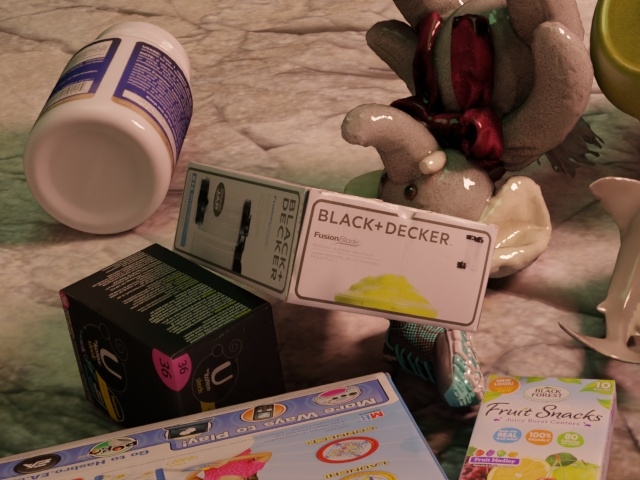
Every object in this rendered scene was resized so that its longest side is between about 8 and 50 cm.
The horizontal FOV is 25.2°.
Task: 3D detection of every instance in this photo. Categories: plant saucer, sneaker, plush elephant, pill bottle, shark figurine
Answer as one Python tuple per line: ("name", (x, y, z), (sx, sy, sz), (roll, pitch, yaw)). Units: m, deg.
("plant saucer", (0.343, -0.222, 1.317), (0.241, 0.037, 0.240), (-25, 50, 34))
("sneaker", (0.090, 0.093, 1.192), (0.076, 0.065, 0.166), (-23, 25, 9))
("plush elephant", (0.122, -0.109, 1.348), (0.272, 0.330, 0.255), (14, 59, 49))
("pill bottle", (-0.220, -0.133, 1.558), (0.153, 0.153, 0.264), (-5, 30, 8))
("shark figurine", (0.267, 0.002, 1.216), (0.278, 0.116, 0.166), (-51, 3, -23))

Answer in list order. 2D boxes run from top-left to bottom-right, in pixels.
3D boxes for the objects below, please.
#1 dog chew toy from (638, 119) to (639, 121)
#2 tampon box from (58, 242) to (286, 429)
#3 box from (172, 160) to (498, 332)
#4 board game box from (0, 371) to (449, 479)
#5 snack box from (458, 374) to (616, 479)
("dog chew toy", (0.412, -0.143, 1.372), (0.207, 0.206, 0.331), (-12, 38, -5))
("tampon box", (-0.119, 0.094, 1.169), (0.101, 0.120, 0.161), (-28, 35, -31))
("box", (0.000, 0.000, 1.189), (0.169, 0.087, 0.290), (11, 2, -25))
("board game box", (-0.070, 0.201, 0.928), (0.308, 0.086, 0.302), (-12, 14, -5))
("snack box", (0.163, 0.156, 1.067), (0.100, 0.037, 0.141), (2, 31, 17))
